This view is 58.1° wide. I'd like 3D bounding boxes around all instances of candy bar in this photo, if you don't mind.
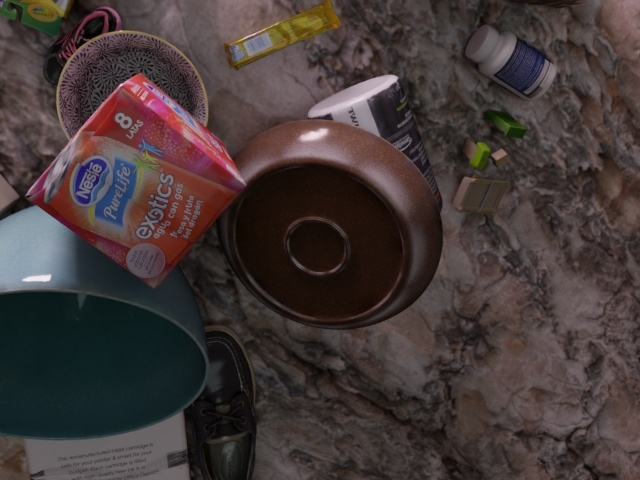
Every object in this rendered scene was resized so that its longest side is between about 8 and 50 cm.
[{"bbox_3d":[-0.050,-0.270,0.756,0.161,0.018,0.040,-26,106,-6],"label":"candy bar"}]

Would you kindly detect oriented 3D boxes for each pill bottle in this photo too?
[{"bbox_3d":[0.086,-0.085,0.782,0.130,0.130,0.246,-26,110,-6],"label":"pill bottle"},{"bbox_3d":[0.267,-0.253,0.815,0.120,0.067,0.067,24,98,-19],"label":"pill bottle"}]

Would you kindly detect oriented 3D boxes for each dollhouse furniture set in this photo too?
[{"bbox_3d":[0.249,-0.115,0.873,0.076,0.058,0.152,2,124,-22],"label":"dollhouse furniture set"}]

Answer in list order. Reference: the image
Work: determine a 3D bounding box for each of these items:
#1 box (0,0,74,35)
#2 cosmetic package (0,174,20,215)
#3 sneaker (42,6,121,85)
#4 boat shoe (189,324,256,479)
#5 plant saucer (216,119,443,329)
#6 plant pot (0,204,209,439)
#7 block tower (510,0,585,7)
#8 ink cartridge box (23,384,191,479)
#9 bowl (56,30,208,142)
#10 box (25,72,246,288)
[{"bbox_3d":[-0.321,-0.337,0.657,0.105,0.043,0.179,20,98,-19],"label":"box"},{"bbox_3d":[-0.439,-0.011,0.577,0.160,0.309,0.113,-36,111,-3],"label":"cosmetic package"},{"bbox_3d":[-0.289,-0.233,0.687,0.047,0.057,0.119,42,94,-22],"label":"sneaker"},{"bbox_3d":[-0.139,0.265,0.844,0.102,0.092,0.285,-6,107,-13],"label":"boat shoe"},{"bbox_3d":[0.000,0.000,0.750,0.310,0.050,0.311,7,119,13],"label":"plant saucer"},{"bbox_3d":[-0.272,0.068,0.640,0.290,0.195,0.290,-6,138,-6],"label":"plant pot"},{"bbox_3d":[0.202,-0.374,0.752,0.335,0.091,0.097,-1,105,-14],"label":"block tower"},{"bbox_3d":[-0.286,0.304,0.807,0.198,0.115,0.273,-5,106,-13],"label":"ink cartridge box"},{"bbox_3d":[-0.226,-0.166,0.708,0.170,0.080,0.170,-4,107,-14],"label":"bowl"},{"bbox_3d":[-0.171,-0.075,0.567,0.128,0.257,0.122,40,95,-22],"label":"box"}]
